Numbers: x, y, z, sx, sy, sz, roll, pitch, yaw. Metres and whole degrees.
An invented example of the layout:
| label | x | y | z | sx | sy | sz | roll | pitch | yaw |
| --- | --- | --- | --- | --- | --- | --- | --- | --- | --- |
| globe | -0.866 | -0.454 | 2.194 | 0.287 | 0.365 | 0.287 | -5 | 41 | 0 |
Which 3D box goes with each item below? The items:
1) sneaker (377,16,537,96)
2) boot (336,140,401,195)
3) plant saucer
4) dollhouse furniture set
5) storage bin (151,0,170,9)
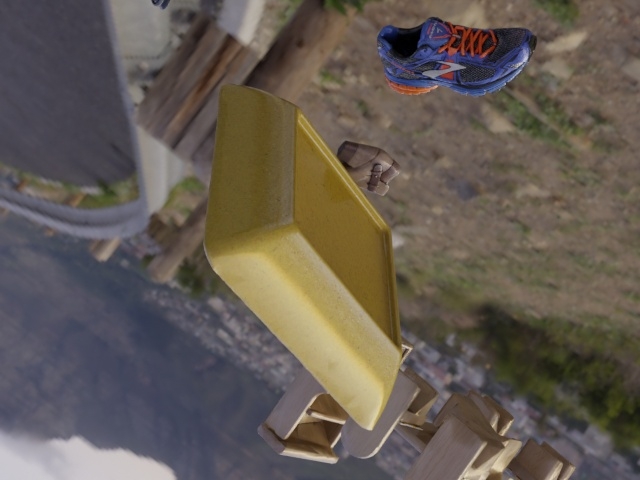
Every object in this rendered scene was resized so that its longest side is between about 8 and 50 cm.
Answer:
| label | x | y | z | sx | sy | sz | roll | pitch | yaw |
| --- | --- | --- | --- | --- | --- | --- | --- | --- | --- |
| sneaker | 0.157 | -0.228 | 1.284 | 0.221 | 0.083 | 0.087 | -1 | 145 | 38 |
| boot | 0.048 | -0.085 | 1.403 | 0.087 | 0.042 | 0.118 | 28 | 143 | -15 |
| plant saucer | 0.000 | 0.000 | 1.247 | 0.332 | 0.081 | 0.333 | 50 | -156 | -33 |
| dollhouse furniture set | 0.131 | 0.330 | 1.692 | 0.394 | 0.256 | 0.362 | 39 | -172 | 35 |
| storage bin | -0.257 | -0.387 | 1.458 | 0.091 | 0.098 | 0.135 | 10 | -141 | -31 |
